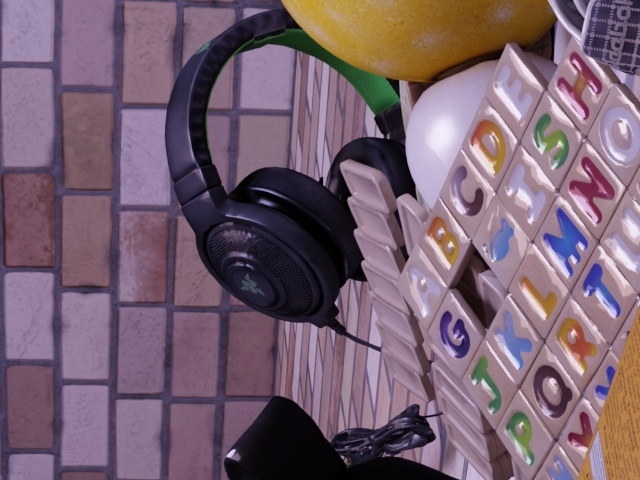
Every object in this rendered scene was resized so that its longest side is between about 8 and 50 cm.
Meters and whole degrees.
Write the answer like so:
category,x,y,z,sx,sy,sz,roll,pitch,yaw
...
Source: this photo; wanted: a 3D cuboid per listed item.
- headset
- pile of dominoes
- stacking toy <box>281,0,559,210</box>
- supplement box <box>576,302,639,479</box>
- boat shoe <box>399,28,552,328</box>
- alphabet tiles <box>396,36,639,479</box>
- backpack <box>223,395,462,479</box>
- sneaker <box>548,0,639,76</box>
category,x,y,z,sx,sy,sz,roll,pitch,yaw
headset,0.000,0.000,1.709,0.185,0.243,0.394,-29,83,54
pile of dominoes,0.093,0.057,1.289,0.196,0.040,0.251,46,160,41
stacking toy,0.066,-0.224,1.214,0.350,0.350,0.480,128,122,-80
supplement box,0.165,0.085,0.837,0.233,0.078,0.080,97,172,-49
boat shoe,0.101,-0.084,1.371,0.089,0.104,0.285,-156,66,-81
alphabet tiles,0.128,0.015,1.082,0.198,0.009,0.237,57,142,33
backpack,0.113,0.172,0.446,0.213,0.263,0.277,-174,81,-79
sneaker,0.151,-0.138,0.937,0.235,0.094,0.090,-98,9,-66
